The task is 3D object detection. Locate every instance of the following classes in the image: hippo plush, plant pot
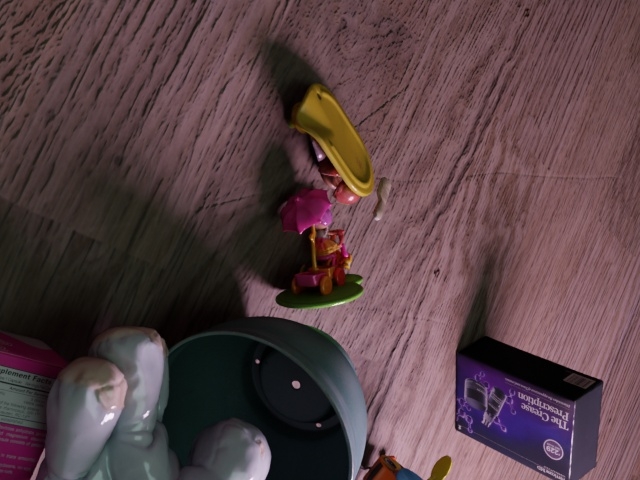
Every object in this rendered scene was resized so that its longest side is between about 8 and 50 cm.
[{"bbox_3d":[-0.174,0.244,0.814,0.294,0.236,0.234,-60,171,-48],"label":"hippo plush"},{"bbox_3d":[-0.061,0.224,1.010,0.196,0.293,0.293,-35,128,-63],"label":"plant pot"}]

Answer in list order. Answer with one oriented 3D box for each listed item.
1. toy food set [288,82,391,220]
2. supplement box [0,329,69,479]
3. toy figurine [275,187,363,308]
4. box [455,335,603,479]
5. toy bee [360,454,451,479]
[{"bbox_3d":[0.015,-0.117,1.078,0.218,0.071,0.128,54,29,-27],"label":"toy food set"},{"bbox_3d":[-0.373,0.212,0.811,0.114,0.111,0.220,29,82,-42],"label":"supplement box"},{"bbox_3d":[0.000,0.000,1.098,0.173,0.130,0.159,-24,110,-60],"label":"toy figurine"},{"bbox_3d":[0.389,0.318,1.427,0.103,0.261,0.184,-21,116,-36],"label":"box"},{"bbox_3d":[0.144,0.426,1.298,0.195,0.298,0.162,-32,173,9],"label":"toy bee"}]
